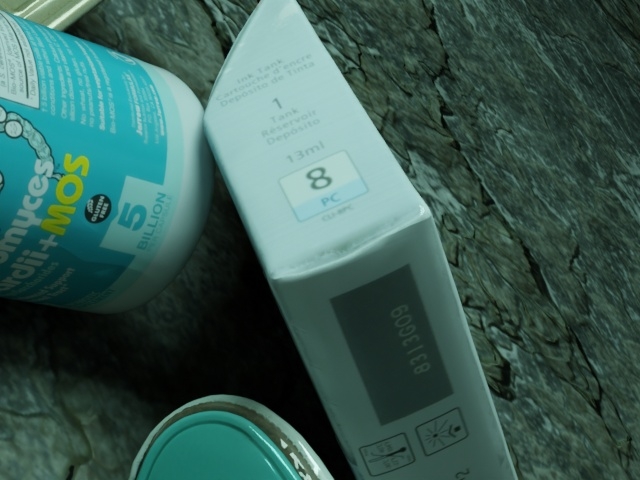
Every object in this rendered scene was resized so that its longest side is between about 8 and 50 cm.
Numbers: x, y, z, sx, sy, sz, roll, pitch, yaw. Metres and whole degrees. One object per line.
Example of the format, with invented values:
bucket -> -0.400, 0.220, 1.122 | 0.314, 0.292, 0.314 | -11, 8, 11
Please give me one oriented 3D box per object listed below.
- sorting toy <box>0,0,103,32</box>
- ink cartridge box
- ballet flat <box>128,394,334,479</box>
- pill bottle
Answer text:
sorting toy -> -0.233, -0.253, 0.853 | 0.307, 0.041, 0.229 | 40, 63, 8
ink cartridge box -> 0.000, 0.000, 0.850 | 0.385, 0.091, 0.308 | -119, -176, -49
ballet flat -> 0.011, 0.270, 0.652 | 0.139, 0.139, 0.400 | 4, 58, -53
pill bottle -> -0.191, -0.050, 0.687 | 0.264, 0.146, 0.146 | 14, 45, -46
